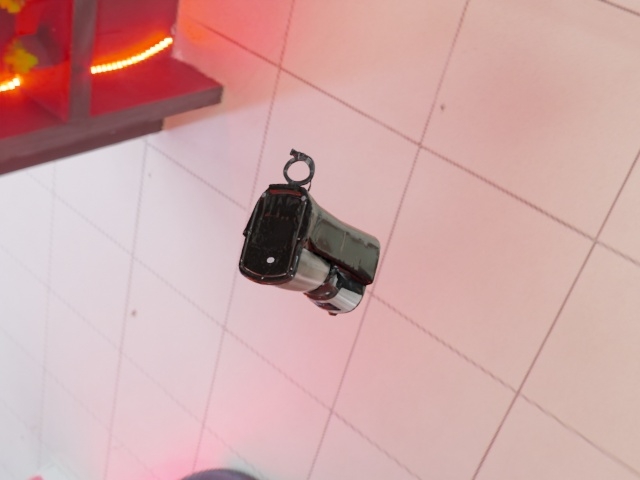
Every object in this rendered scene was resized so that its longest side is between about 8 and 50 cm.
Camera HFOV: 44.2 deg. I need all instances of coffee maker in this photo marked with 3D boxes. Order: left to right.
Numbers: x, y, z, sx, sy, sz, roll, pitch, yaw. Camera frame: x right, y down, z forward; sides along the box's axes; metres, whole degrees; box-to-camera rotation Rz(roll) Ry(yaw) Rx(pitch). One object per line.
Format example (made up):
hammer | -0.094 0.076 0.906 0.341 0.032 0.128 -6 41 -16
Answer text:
coffee maker | 0.000 0.000 1.040 0.120 0.178 0.171 37 96 37
